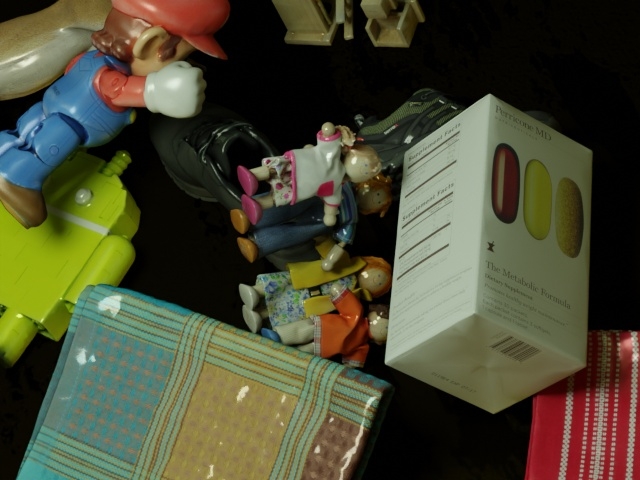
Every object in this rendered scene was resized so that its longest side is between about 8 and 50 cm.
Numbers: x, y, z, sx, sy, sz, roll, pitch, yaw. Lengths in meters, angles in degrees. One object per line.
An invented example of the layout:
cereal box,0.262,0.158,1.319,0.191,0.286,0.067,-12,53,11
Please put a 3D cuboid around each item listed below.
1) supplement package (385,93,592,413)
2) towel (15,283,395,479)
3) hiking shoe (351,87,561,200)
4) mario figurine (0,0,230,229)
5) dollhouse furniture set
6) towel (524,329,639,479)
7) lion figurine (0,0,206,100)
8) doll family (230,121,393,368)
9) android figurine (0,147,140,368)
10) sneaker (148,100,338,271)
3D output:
supplement package,0.160,0.012,1.778,0.134,0.139,0.244,-34,40,45
towel,-0.129,0.206,1.797,0.370,0.040,0.271,16,83,34
hiking shoe,0.133,-0.117,1.942,0.227,0.086,0.114,-10,57,18
mario figurine,-0.209,-0.139,2.003,0.320,0.170,0.198,-44,63,1
dollhouse furniture set,0.017,-0.307,2.061,0.161,0.182,0.101,5,59,26
towel,0.321,0.162,1.705,0.275,0.031,0.199,-2,57,21
lion figurine,-0.337,-0.221,2.202,0.392,0.142,0.240,-11,44,-2
doll family,0.000,0.000,1.854,0.163,0.263,0.118,-15,22,-19
android figurine,-0.305,0.004,2.063,0.248,0.056,0.273,23,70,33
sneaker,-0.091,-0.087,1.988,0.109,0.130,0.286,-46,51,-10
